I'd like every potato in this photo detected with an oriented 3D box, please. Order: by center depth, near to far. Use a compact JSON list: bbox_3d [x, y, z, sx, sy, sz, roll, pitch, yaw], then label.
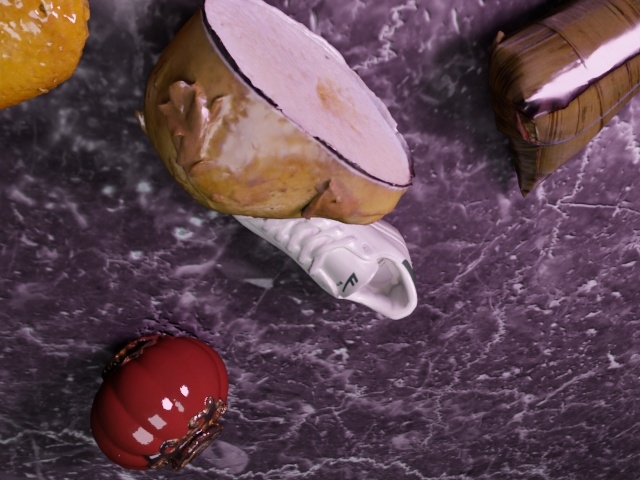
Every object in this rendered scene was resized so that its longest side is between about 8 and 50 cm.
[{"bbox_3d":[-0.059,-0.117,0.738,0.300,0.246,0.196,32,126,-27],"label":"potato"}]

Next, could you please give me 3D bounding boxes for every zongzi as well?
[{"bbox_3d":[0.360,-0.196,0.855,0.286,0.138,0.300,-30,144,1],"label":"zongzi"}]

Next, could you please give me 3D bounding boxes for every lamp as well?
[{"bbox_3d":[-0.253,0.249,1.020,0.227,0.226,0.226,-7,131,-8],"label":"lamp"}]

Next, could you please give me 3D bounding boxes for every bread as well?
[{"bbox_3d":[-0.340,-0.238,0.618,0.240,0.139,0.239,-7,131,-8],"label":"bread"}]

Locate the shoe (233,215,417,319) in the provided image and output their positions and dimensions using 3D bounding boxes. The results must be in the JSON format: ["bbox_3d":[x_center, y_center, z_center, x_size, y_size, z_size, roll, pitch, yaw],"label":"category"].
[{"bbox_3d":[0.000,0.000,0.895,0.363,0.160,0.132,30,115,-34],"label":"shoe"}]
